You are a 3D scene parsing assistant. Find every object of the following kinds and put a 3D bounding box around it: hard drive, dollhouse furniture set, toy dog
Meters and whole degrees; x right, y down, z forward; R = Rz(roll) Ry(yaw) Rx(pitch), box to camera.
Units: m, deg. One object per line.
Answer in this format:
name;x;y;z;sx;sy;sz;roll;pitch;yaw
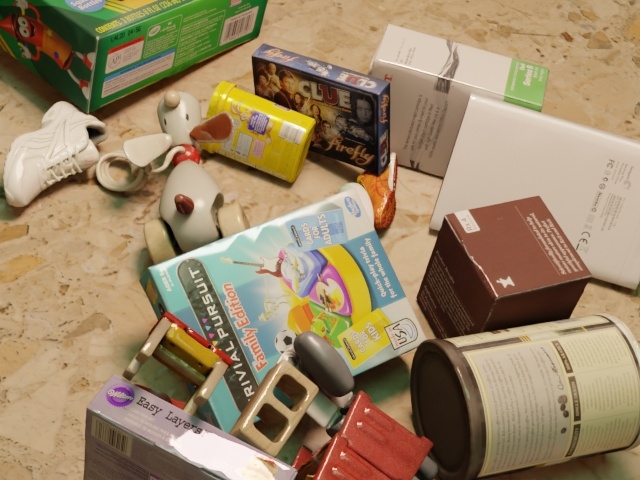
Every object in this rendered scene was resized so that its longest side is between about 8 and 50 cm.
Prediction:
hard drive;0.378;-0.079;1.898;0.353;0.233;0.047;17;20;3
dollhouse furniture set;-0.073;0.237;1.469;0.374;0.201;0.152;38;50;-4
toy dog;-0.217;-0.109;1.801;0.220;0.161;0.333;-32;60;-10

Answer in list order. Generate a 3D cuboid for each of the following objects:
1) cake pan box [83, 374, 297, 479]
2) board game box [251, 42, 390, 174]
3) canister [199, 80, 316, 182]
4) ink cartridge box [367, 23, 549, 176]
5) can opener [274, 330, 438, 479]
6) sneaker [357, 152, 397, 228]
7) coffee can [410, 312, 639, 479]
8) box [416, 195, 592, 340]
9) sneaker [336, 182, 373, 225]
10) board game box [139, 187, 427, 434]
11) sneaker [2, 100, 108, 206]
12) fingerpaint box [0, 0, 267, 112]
cake pan box;-0.174;0.306;1.429;0.267;0.245;0.070;24;45;11
board game box;0.001;-0.220;1.945;0.243;0.165;0.042;20;47;25
canister;-0.104;-0.178;1.948;0.170;0.126;0.073;23;38;5
ink cartridge box;0.218;-0.223;1.995;0.289;0.211;0.121;17;46;3
can opener;0.049;0.243;1.576;0.280;0.093;0.074;45;57;-9
sneaker;0.094;-0.081;1.957;0.067;0.064;0.175;-2;41;8
coffee can;0.290;0.218;1.630;0.275;0.201;0.201;-7;51;-18
box;0.269;0.070;1.755;0.167;0.203;0.168;-11;53;-21
sneaker;0.000;0.000;1.828;0.151;0.094;0.256;10;50;-11
board game box;-0.049;0.101;1.666;0.336;0.079;0.253;-22;82;-24
sneaker;-0.415;-0.135;1.858;0.115;0.090;0.232;15;48;14
fingerpaint box;-0.367;-0.454;2.070;0.371;0.163;0.445;37;44;20
